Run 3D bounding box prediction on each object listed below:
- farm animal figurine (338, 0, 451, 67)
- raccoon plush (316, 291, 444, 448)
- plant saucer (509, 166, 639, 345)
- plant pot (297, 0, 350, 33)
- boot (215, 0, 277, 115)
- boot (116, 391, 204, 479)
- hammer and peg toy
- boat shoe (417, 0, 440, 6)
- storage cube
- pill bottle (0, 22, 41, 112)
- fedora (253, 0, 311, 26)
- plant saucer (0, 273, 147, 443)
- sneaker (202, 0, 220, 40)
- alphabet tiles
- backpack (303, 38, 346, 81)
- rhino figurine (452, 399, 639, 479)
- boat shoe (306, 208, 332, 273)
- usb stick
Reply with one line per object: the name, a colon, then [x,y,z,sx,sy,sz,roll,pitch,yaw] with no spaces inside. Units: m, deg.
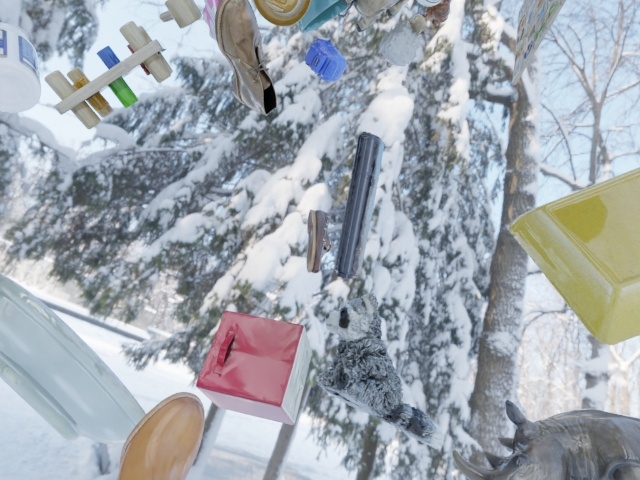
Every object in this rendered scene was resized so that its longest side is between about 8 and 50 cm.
farm animal figurine: [0.177,-0.614,0.947,0.330,0.327,0.172,43,-12,-13]
raccoon plush: [0.192,0.364,1.256,0.446,0.299,0.216,35,-24,-14]
plant saucer: [0.586,-0.012,0.791,0.332,0.333,0.081,-22,-48,6]
plant pot: [-0.005,-0.904,1.452,0.293,0.293,0.235,-10,-63,55]
boot: [-0.155,-0.415,0.973,0.115,0.112,0.305,44,-16,19]
boot: [-0.136,0.230,0.350,0.073,0.197,0.152,36,-28,-22]
hammer and peg toy: [-0.420,-0.408,0.969,0.127,0.361,0.266,57,-2,-29]
boat shoe: [0.193,-0.479,0.638,0.077,0.220,0.070,-1,26,-17]
storage cube: [-0.139,0.295,0.977,0.193,0.184,0.215,8,-33,12]
pill bottle: [-0.385,-0.216,0.518,0.120,0.067,0.067,60,3,34]
fedora: [-0.118,-0.705,1.180,0.194,0.079,0.195,5,-67,12]
plant saucer: [-0.468,0.237,0.735,0.400,0.100,0.401,24,-42,24]
sneaker: [-0.398,-0.868,1.580,0.111,0.253,0.103,-10,-1,32]
alphabet tiles: [0.378,-0.423,0.715,0.009,0.237,0.198,13,-24,5]
backpack: [0.014,-0.564,1.344,0.120,0.101,0.098,49,-46,14]
rhino figurine: [0.216,0.165,0.285,0.243,0.106,0.073,1,-52,15]
boat shoe: [0.000,0.000,1.189,0.073,0.207,0.073,12,-32,-14]
usb stick: [0.076,-0.065,0.811,0.045,0.278,0.077,11,3,26]
